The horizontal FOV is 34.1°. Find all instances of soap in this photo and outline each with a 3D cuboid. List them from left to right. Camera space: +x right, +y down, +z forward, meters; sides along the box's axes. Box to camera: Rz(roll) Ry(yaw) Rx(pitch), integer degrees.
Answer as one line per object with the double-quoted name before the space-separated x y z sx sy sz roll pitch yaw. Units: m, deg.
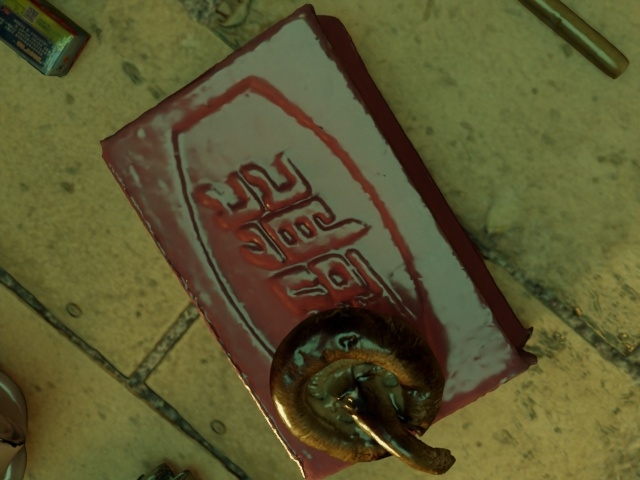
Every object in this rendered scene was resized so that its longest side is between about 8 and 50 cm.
"soap" 0.000 0.000 0.927 0.233 0.128 0.359 -31 93 14

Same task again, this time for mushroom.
"mushroom" 0.042 0.126 0.837 0.170 0.080 0.135 44 117 -1

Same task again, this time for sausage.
"sausage" 0.212 -0.189 0.904 0.132 0.024 0.024 41 104 2

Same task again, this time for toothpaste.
"toothpaste" -0.306 -0.241 0.989 0.193 0.044 0.070 38 105 3

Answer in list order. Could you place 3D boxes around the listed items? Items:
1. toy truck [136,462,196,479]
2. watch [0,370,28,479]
"toy truck" -0.117 0.316 1.034 0.088 0.074 0.202 -34 91 6
"watch" -0.396 0.161 0.976 0.248 0.217 0.211 31 82 0
